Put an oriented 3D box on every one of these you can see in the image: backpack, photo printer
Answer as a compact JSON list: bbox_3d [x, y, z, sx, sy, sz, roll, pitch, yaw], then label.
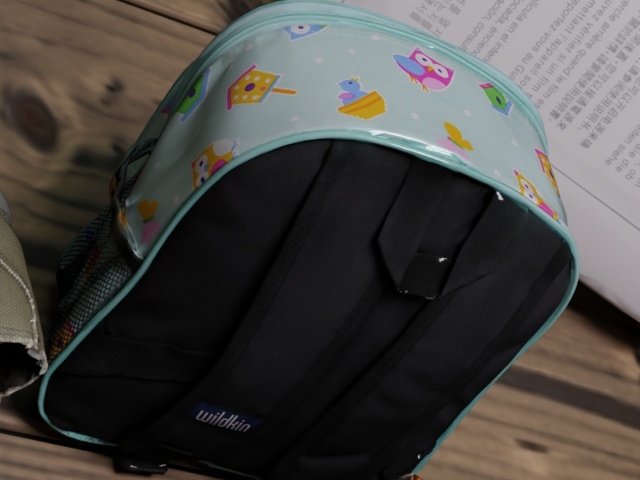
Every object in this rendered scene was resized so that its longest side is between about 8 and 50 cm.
[{"bbox_3d":[0.000,0.000,0.566,0.166,0.188,0.144,23,46,-21],"label":"backpack"},{"bbox_3d":[0.166,-0.104,0.734,0.308,0.256,0.107,34,23,-10],"label":"photo printer"}]

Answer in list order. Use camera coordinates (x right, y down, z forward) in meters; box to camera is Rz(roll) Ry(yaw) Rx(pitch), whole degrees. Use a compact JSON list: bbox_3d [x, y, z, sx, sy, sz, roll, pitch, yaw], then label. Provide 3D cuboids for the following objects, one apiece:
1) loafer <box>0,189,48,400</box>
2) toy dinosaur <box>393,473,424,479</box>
[{"bbox_3d":[-0.181,0.043,0.461,0.251,0.094,0.087,-24,69,-46],"label":"loafer"},{"bbox_3d":[-0.001,0.207,0.467,0.218,0.164,0.322,35,59,12],"label":"toy dinosaur"}]
